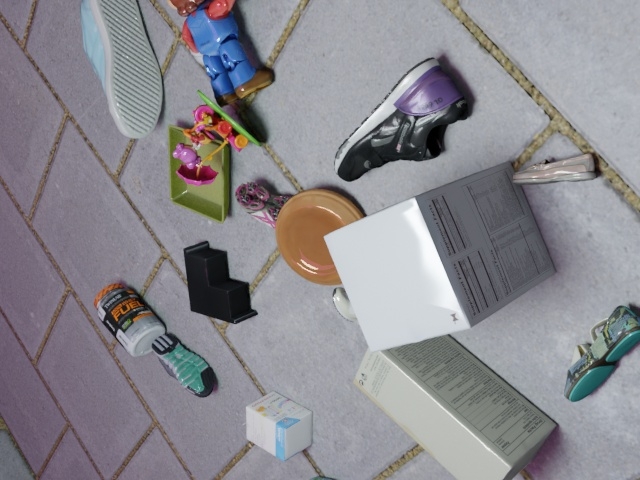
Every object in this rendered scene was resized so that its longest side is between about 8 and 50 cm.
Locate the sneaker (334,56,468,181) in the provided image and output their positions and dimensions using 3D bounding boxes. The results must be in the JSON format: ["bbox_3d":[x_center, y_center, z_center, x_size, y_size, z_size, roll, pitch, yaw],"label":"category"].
[{"bbox_3d":[0.131,-0.165,1.307,0.124,0.107,0.283,51,134,9],"label":"sneaker"}]

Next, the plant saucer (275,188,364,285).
[{"bbox_3d":[0.000,0.000,1.493,0.200,0.037,0.200,10,116,20],"label":"plant saucer"}]

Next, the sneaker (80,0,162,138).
[{"bbox_3d":[-0.463,-0.405,1.780,0.150,0.135,0.366,-9,90,53],"label":"sneaker"}]

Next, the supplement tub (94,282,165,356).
[{"bbox_3d":[-0.508,0.207,2.051,0.190,0.117,0.117,42,130,24],"label":"supplement tub"}]

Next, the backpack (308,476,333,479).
[{"bbox_3d":[0.003,0.577,1.709,0.114,0.105,0.084,-1,106,39],"label":"backpack"}]

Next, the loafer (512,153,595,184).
[{"bbox_3d":[0.349,-0.106,1.164,0.125,0.045,0.039,-1,88,37],"label":"loafer"}]

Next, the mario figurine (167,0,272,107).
[{"bbox_3d":[-0.194,-0.440,1.529,0.198,0.170,0.321,-22,103,10],"label":"mario figurine"}]

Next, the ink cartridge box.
[{"bbox_3d":[-0.101,0.414,1.755,0.143,0.092,0.090,19,118,37],"label":"ink cartridge box"}]

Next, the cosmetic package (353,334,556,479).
[{"bbox_3d":[0.226,0.280,1.343,0.309,0.160,0.113,41,131,27],"label":"cosmetic package"}]

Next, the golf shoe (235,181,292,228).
[{"bbox_3d":[-0.086,-0.057,1.593,0.186,0.067,0.086,29,166,21],"label":"golf shoe"}]

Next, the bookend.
[{"bbox_3d":[-0.229,0.094,1.771,0.156,0.072,0.157,9,111,41],"label":"bookend"}]

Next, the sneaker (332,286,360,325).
[{"bbox_3d":[0.094,0.130,1.452,0.075,0.057,0.161,-34,116,28],"label":"sneaker"}]

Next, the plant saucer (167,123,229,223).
[{"bbox_3d":[-0.263,-0.153,1.728,0.188,0.045,0.188,22,120,36],"label":"plant saucer"}]

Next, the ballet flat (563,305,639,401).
[{"bbox_3d":[0.425,0.170,1.187,0.070,0.070,0.188,46,130,21],"label":"ballet flat"}]

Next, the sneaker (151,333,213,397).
[{"bbox_3d":[-0.343,0.334,1.987,0.223,0.083,0.098,40,150,32],"label":"sneaker"}]

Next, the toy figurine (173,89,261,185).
[{"bbox_3d":[-0.232,-0.187,1.554,0.159,0.173,0.130,-49,38,2],"label":"toy figurine"}]

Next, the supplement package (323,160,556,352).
[{"bbox_3d":[0.188,0.022,1.203,0.199,0.262,0.198,-23,89,46],"label":"supplement package"}]
